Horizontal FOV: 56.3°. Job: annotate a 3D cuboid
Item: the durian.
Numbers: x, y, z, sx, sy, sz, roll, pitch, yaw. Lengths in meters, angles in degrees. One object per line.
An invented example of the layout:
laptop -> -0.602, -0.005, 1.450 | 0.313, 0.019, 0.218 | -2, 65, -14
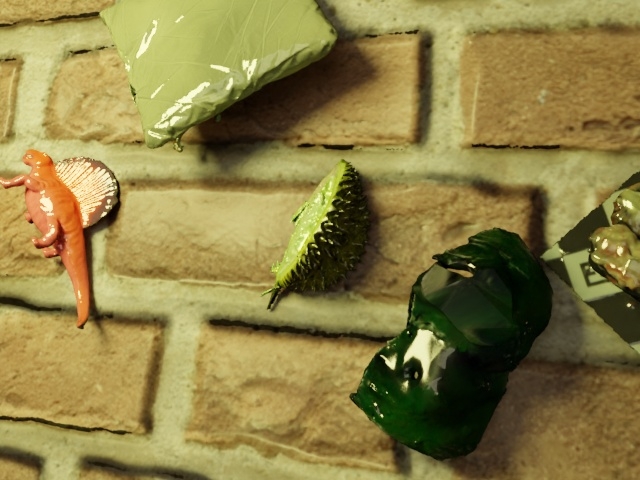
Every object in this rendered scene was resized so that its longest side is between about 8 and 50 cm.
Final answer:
durian -> 0.000, 0.000, 0.735 | 0.100, 0.086, 0.215 | 23, 83, 52

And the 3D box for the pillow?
pillow -> -0.143, -0.280, 0.798 | 0.274, 0.076, 0.281 | -30, 61, 5

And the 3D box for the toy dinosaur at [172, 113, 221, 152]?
toy dinosaur -> -0.148, -0.198, 0.816 | 0.058, 0.037, 0.180 | 12, 64, 25

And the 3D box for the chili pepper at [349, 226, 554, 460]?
chili pepper -> 0.151, 0.108, 0.636 | 0.148, 0.116, 0.265 | 35, 92, 16

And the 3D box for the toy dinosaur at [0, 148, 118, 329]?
toy dinosaur -> -0.335, -0.027, 0.841 | 0.139, 0.070, 0.286 | -30, 74, -14

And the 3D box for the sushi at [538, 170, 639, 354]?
sushi -> 0.410, 0.008, 0.565 | 0.294, 0.059, 0.292 | -42, 54, 5
